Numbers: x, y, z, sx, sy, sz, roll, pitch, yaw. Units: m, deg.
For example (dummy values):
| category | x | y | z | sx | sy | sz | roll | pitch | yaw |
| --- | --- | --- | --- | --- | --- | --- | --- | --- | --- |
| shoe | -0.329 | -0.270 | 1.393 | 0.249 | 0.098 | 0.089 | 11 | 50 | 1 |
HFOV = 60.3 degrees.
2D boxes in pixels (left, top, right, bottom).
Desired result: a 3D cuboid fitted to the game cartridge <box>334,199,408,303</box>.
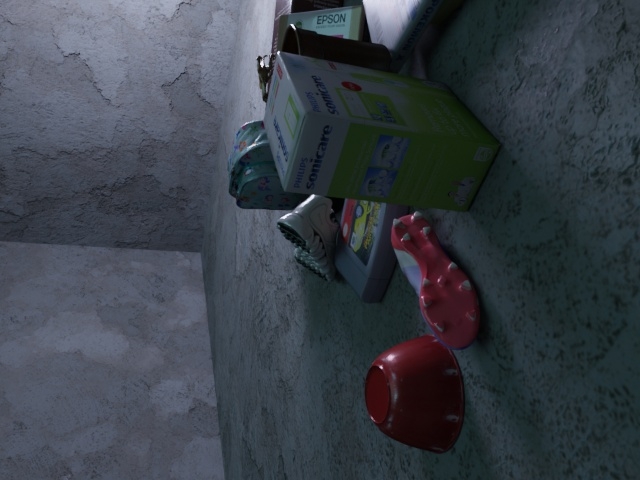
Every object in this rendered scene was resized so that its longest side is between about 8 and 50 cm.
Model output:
| category | x | y | z | sx | sy | sz | roll | pitch | yaw |
| --- | --- | --- | --- | --- | --- | --- | --- | --- | --- |
| game cartridge | 0.099 | -0.040 | 1.065 | 0.196 | 0.060 | 0.294 | -135 | 51 | -60 |

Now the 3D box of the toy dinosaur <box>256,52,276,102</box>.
| category | x | y | z | sx | sy | sz | roll | pitch | yaw |
| --- | --- | --- | --- | --- | --- | --- | --- | --- | --- |
| toy dinosaur | -0.151 | -0.446 | 1.447 | 0.092 | 0.053 | 0.183 | 123 | 146 | -58 |

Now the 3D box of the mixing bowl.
| category | x | y | z | sx | sy | sz | roll | pitch | yaw |
| --- | --- | --- | --- | --- | --- | --- | --- | --- | --- |
| mixing bowl | 0.130 | 0.236 | 0.850 | 0.181 | 0.098 | 0.181 | -176 | 90 | -70 |

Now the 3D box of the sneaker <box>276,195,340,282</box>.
| category | x | y | z | sx | sy | sz | roll | pitch | yaw |
| --- | --- | --- | --- | --- | --- | --- | --- | --- | --- |
| sneaker | 0.000 | 0.000 | 1.202 | 0.118 | 0.110 | 0.292 | -52 | -22 | -15 |

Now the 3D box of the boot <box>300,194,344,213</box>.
| category | x | y | z | sx | sy | sz | roll | pitch | yaw |
| --- | --- | --- | --- | --- | --- | --- | --- | --- | --- |
| boot | -0.004 | -0.151 | 1.332 | 0.229 | 0.091 | 0.263 | 153 | 124 | -75 |

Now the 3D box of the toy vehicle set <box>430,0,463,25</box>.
| category | x | y | z | sx | sy | sz | roll | pitch | yaw |
| --- | --- | --- | --- | --- | --- | --- | --- | --- | --- |
| toy vehicle set | 0.225 | -0.462 | 0.804 | 0.267 | 0.035 | 0.166 | 151 | 121 | -68 |

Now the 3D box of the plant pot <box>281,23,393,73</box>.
| category | x | y | z | sx | sy | sz | roll | pitch | yaw |
| --- | --- | --- | --- | --- | --- | --- | --- | --- | --- |
| plant pot | 0.025 | -0.272 | 0.939 | 0.167 | 0.165 | 0.167 | 179 | 90 | -75 |

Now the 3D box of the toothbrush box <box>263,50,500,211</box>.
| category | x | y | z | sx | sy | sz | roll | pitch | yaw |
| --- | --- | --- | --- | --- | --- | --- | --- | --- | --- |
| toothbrush box | 0.076 | -0.157 | 0.800 | 0.206 | 0.283 | 0.122 | -108 | 28 | -49 |

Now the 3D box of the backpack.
| category | x | y | z | sx | sy | sz | roll | pitch | yaw |
| --- | --- | --- | --- | --- | --- | --- | --- | --- | --- |
| backpack | -0.139 | -0.205 | 1.512 | 0.253 | 0.225 | 0.191 | 114 | 151 | -50 |

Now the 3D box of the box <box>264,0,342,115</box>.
| category | x | y | z | sx | sy | sz | roll | pitch | yaw |
| --- | --- | --- | --- | --- | --- | --- | --- | --- | --- |
| box | -0.045 | -0.507 | 1.441 | 0.191 | 0.143 | 0.381 | -151 | 68 | -69 |

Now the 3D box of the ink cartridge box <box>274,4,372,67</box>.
| category | x | y | z | sx | sy | sz | roll | pitch | yaw |
| --- | --- | --- | --- | --- | --- | --- | --- | --- | --- |
| ink cartridge box | 0.011 | -0.384 | 1.175 | 0.234 | 0.088 | 0.193 | 12 | 101 | 40 |

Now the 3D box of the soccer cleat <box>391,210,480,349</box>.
| category | x | y | z | sx | sy | sz | roll | pitch | yaw |
| --- | --- | --- | --- | --- | --- | --- | --- | --- | --- |
| soccer cleat | 0.170 | 0.063 | 0.826 | 0.095 | 0.083 | 0.248 | 71 | 179 | -50 |

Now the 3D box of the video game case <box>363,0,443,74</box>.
| category | x | y | z | sx | sy | sz | roll | pitch | yaw |
| --- | --- | --- | --- | --- | --- | --- | --- | --- | --- |
| video game case | 0.144 | -0.496 | 0.916 | 0.300 | 0.036 | 0.329 | 126 | 141 | -58 |
